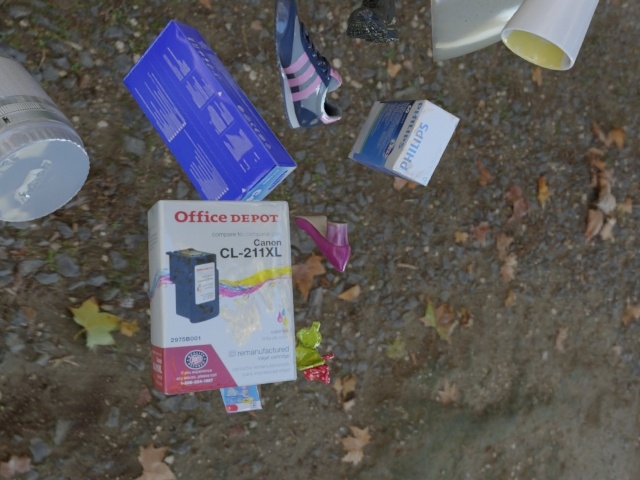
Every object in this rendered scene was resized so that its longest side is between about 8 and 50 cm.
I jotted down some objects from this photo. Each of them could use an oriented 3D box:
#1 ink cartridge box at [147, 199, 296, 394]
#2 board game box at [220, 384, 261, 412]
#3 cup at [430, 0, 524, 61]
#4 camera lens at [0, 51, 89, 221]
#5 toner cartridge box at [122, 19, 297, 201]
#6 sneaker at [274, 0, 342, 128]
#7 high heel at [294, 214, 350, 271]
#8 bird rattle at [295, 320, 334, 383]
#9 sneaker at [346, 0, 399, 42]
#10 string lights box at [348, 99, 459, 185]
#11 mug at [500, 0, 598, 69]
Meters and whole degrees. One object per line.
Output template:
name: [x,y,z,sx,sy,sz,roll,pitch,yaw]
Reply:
ink cartridge box: [-0.097,0.050,0.567,0.128,0.072,0.175,-1,85,-23]
board game box: [-0.207,0.204,1.419,0.086,0.301,0.308,-7,134,-3]
cup: [0.309,-0.497,1.027,0.331,0.237,0.330,-3,90,-79]
camera lens: [-0.586,-0.196,1.076,0.219,0.219,0.274,-30,67,-36]
toner cartridge box: [-0.211,-0.220,1.087,0.347,0.165,0.075,55,25,11]
sneaker: [-0.023,-0.373,1.229,0.319,0.131,0.112,80,10,-55]
high heel: [0.000,0.000,1.452,0.082,0.244,0.117,-4,101,-33]
bird rattle: [-0.065,0.313,1.679,0.253,0.207,0.143,79,24,-68]
sneaker: [0.133,-0.579,1.496,0.286,0.109,0.130,-41,132,-68]
string lights box: [0.148,-0.194,1.122,0.077,0.260,0.133,24,96,-19]
mug: [0.184,-0.182,0.472,0.062,0.078,0.064,26,96,-25]
